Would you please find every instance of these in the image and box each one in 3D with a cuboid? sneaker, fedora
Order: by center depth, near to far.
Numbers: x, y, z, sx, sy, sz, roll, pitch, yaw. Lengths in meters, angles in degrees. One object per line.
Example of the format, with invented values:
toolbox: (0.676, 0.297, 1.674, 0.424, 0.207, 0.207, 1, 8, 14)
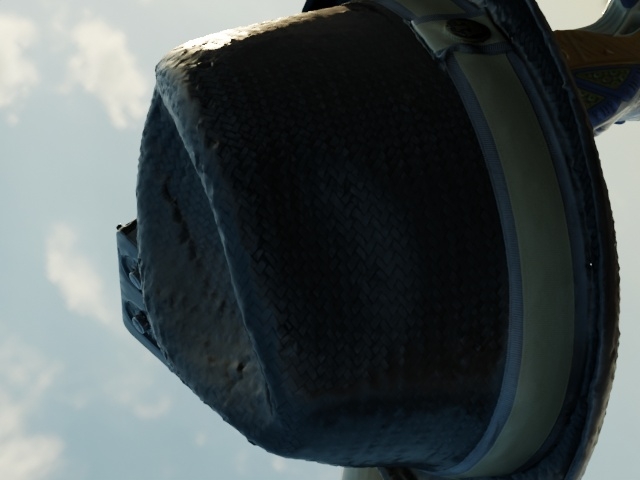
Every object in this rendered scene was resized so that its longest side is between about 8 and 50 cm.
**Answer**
fedora: (0.000, 0.000, 0.762, 0.152, 0.334, 0.334, -5, -137, -23)
sneaker: (0.256, -0.135, 1.404, 0.112, 0.296, 0.131, 45, 161, 31)

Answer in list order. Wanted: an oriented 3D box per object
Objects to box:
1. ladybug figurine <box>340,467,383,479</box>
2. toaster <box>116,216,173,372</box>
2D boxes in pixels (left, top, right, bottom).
ladybug figurine: (0.108, 0.236, 1.257, 0.305, 0.162, 0.449, 70, -157, -62)
toaster: (-0.063, 0.016, 1.242, 0.110, 0.185, 0.168, 46, 156, 18)
